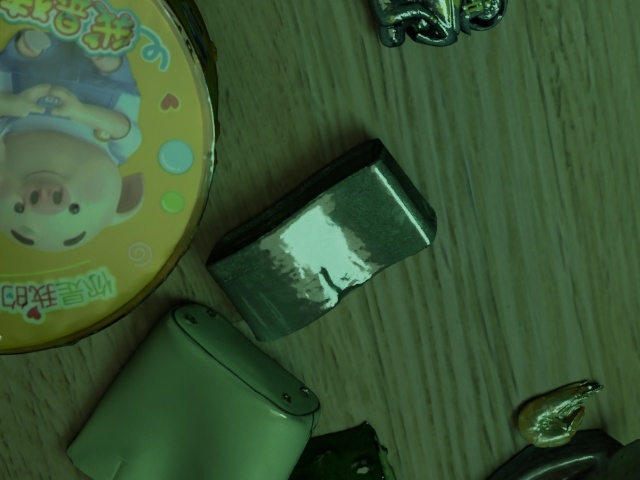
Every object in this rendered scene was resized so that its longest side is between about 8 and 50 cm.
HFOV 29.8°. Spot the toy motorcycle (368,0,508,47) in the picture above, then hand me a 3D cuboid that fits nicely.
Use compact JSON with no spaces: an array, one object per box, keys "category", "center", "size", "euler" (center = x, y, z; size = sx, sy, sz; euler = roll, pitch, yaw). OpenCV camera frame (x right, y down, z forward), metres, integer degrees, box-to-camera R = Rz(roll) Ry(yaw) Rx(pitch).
[{"category":"toy motorcycle","center":[0.090,-0.252,1.182],"size":[0.193,0.061,0.124],"euler":[38,96,-23]}]

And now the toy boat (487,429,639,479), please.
[{"category":"toy boat","center":[0.261,0.324,1.300],"size":[0.276,0.293,0.111],"euler":[-45,107,-4]}]

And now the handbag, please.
[{"category":"handbag","center":[-0.156,0.243,1.288],"size":[0.241,0.109,0.315],"euler":[38,104,18]}]

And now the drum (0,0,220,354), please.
[{"category":"drum","center":[-0.302,-0.121,1.128],"size":[0.431,0.214,0.431],"euler":[-1,109,-2]}]

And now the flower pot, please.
[{"category":"flower pot","center":[0.000,0.000,1.242],"size":[0.229,0.103,0.108],"euler":[-33,107,9]}]

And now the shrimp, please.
[{"category":"shrimp","center":[0.275,0.198,1.357],"size":[0.108,0.023,0.059],"euler":[-22,75,3]}]

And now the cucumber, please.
[{"category":"cucumber","center":[-0.062,0.323,1.354],"size":[0.325,0.105,0.145],"euler":[-17,110,6]}]
